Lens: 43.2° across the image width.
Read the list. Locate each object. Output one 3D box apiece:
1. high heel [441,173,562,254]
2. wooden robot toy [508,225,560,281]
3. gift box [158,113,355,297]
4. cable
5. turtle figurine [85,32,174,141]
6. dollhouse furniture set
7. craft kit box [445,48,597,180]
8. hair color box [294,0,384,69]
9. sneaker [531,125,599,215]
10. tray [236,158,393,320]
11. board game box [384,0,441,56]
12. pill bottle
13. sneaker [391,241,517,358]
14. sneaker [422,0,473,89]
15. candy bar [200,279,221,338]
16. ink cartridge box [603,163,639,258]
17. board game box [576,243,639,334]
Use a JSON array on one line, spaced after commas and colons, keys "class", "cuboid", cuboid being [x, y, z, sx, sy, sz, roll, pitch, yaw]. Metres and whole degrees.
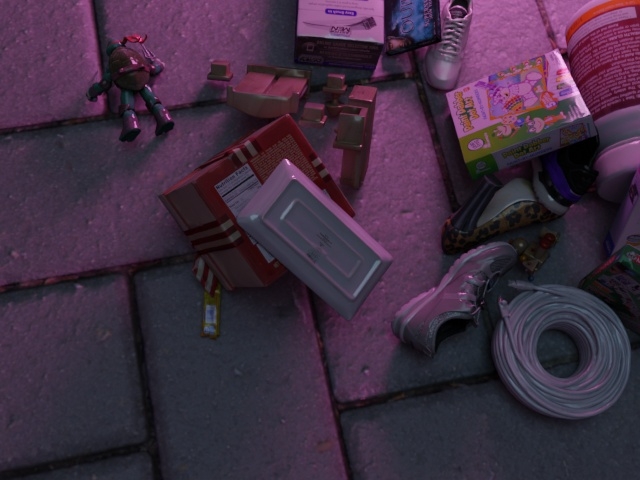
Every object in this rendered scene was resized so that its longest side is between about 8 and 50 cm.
[{"class": "high heel", "cuboid": [0.367, -0.034, 1.631, 0.261, 0.186, 0.093, 11, 36, -34]}, {"class": "wooden robot toy", "cuboid": [0.410, 0.007, 1.578, 0.079, 0.076, 0.173, 28, 42, 20]}, {"class": "gift box", "cuboid": [-0.121, -0.041, 1.470, 0.255, 0.258, 0.276, -34, 101, -22]}, {"class": "cable", "cuboid": [0.449, 0.209, 1.523, 0.257, 0.089, 0.257, 5, 70, -4]}, {"class": "turtle figurine", "cuboid": [-0.389, -0.321, 1.636, 0.175, 0.118, 0.234, -21, 78, -13]}, {"class": "dollhouse furniture set", "cuboid": [-0.079, -0.219, 1.582, 0.355, 0.174, 0.303, 7, 25, 6]}, {"class": "craft kit box", "cuboid": [0.388, -0.253, 1.603, 0.246, 0.061, 0.250, -23, 39, 16]}, {"class": "hair color box", "cuboid": [0.042, -0.548, 1.761, 0.185, 0.110, 0.339, 4, 67, -5]}, {"class": "sneaker", "cuboid": [0.485, -0.197, 1.611, 0.102, 0.146, 0.293, 18, 45, -26]}, {"class": "tray", "cuboid": [0.000, 0.000, 1.365, 0.270, 0.030, 0.145, 42, 72, -17]}, {"class": "board game box", "cuboid": [0.199, -0.499, 1.765, 0.126, 0.026, 0.186, -11, 66, 28]}, {"class": "pill bottle", "cuboid": [0.637, -0.289, 1.655, 0.224, 0.224, 0.392, 1, 69, -5]}, {"class": "sneaker", "cuboid": [0.273, 0.118, 1.521, 0.281, 0.105, 0.115, -40, 52, -7]}, {"class": "sneaker", "cuboid": [0.279, -0.437, 1.748, 0.090, 0.095, 0.235, 13, 70, -2]}, {"class": "candy bar", "cuboid": [-0.206, 0.108, 1.536, 0.040, 0.018, 0.161, 3, 69, -8]}, {"class": "ink cartridge box", "cuboid": [0.668, -0.045, 1.548, 0.186, 0.311, 0.065, 5, 40, -4]}, {"class": "board game box", "cuboid": [0.656, 0.138, 1.501, 0.317, 0.213, 0.046, 31, 70, 6]}]
